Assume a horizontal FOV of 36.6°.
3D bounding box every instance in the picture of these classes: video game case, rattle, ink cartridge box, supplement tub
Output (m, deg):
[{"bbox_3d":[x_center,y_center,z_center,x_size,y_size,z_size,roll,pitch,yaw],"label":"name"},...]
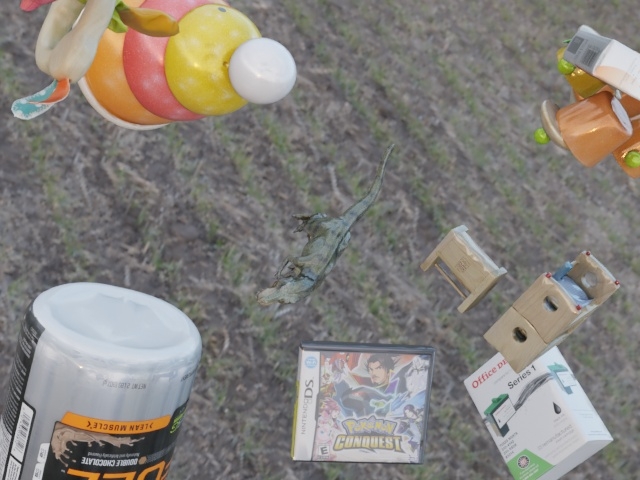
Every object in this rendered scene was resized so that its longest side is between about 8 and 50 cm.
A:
[{"bbox_3d":[0.084,0.329,1.954,0.275,0.248,0.035,3,11,-8],"label":"video game case"},{"bbox_3d":[-0.239,-0.187,1.045,0.143,0.130,0.199,46,32,-48],"label":"rattle"},{"bbox_3d":[0.352,-0.158,1.018,0.179,0.045,0.145,30,15,-7],"label":"ink cartridge box"},{"bbox_3d":[-0.277,0.238,1.148,0.207,0.338,0.207,16,18,-5],"label":"supplement tub"},{"bbox_3d":[0.366,0.289,1.656,0.092,0.160,0.219,11,42,-44],"label":"ink cartridge box"}]

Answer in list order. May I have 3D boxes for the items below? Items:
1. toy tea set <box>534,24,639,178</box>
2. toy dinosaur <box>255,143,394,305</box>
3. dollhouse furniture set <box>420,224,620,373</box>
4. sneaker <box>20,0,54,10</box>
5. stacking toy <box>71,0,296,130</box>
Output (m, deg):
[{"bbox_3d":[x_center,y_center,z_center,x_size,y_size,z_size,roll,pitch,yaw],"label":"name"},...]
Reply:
[{"bbox_3d":[0.337,-0.145,1.183,0.336,0.124,0.200,5,60,-52],"label":"toy tea set"},{"bbox_3d":[0.000,0.000,1.122,0.064,0.118,0.268,44,55,-13],"label":"toy dinosaur"},{"bbox_3d":[0.255,0.044,1.235,0.183,0.129,0.129,49,37,17],"label":"dollhouse furniture set"},{"bbox_3d":[-0.280,-0.271,0.842,0.116,0.136,0.314,56,8,10],"label":"sneaker"},{"bbox_3d":[-0.214,-0.346,1.844,0.480,0.350,0.350,21,22,41],"label":"stacking toy"}]
